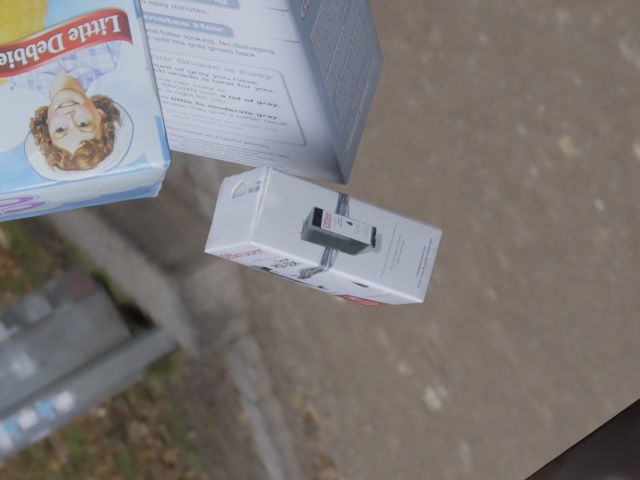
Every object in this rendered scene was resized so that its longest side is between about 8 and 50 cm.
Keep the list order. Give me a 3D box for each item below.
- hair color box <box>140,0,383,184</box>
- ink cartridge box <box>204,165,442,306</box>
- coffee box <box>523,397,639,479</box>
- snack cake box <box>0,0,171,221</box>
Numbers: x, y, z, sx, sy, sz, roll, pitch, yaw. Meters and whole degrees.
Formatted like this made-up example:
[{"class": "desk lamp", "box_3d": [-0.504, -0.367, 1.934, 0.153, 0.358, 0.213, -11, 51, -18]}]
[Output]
[{"class": "hair color box", "box_3d": [-0.081, -0.178, 1.149, 0.185, 0.113, 0.374, 12, 160, 14]}, {"class": "ink cartridge box", "box_3d": [0.000, 0.000, 1.236, 0.135, 0.056, 0.099, 19, 169, -20]}, {"class": "coffee box", "box_3d": [0.107, 0.187, 0.681, 0.119, 0.297, 0.168, 32, -145, -25]}, {"class": "snack cake box", "box_3d": [-0.197, -0.070, 0.632, 0.089, 0.264, 0.152, 147, 112, -79]}]
